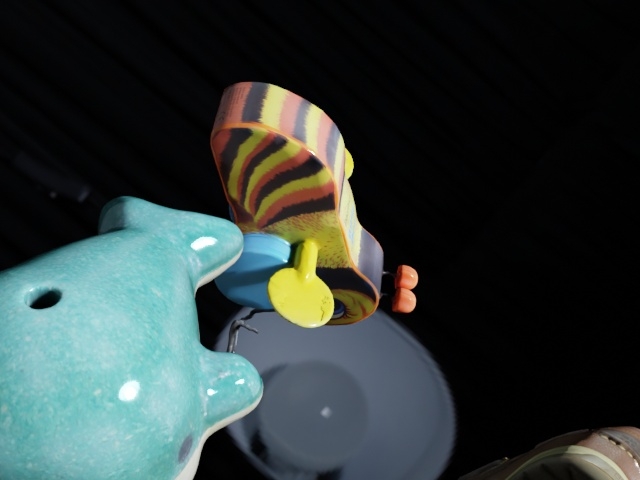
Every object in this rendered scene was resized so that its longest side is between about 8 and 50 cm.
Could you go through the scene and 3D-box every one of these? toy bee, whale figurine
[{"bbox_3d":[0.000,0.000,0.977,0.298,0.162,0.195,87,8,-67],"label":"toy bee"},{"bbox_3d":[-0.137,0.050,0.731,0.272,0.216,0.141,-62,161,-45],"label":"whale figurine"}]

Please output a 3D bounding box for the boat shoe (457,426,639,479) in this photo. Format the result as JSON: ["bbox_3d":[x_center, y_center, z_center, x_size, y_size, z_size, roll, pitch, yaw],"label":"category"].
[{"bbox_3d":[0.080,0.132,0.539,0.060,0.064,0.178,-29,171,-47],"label":"boat shoe"}]
